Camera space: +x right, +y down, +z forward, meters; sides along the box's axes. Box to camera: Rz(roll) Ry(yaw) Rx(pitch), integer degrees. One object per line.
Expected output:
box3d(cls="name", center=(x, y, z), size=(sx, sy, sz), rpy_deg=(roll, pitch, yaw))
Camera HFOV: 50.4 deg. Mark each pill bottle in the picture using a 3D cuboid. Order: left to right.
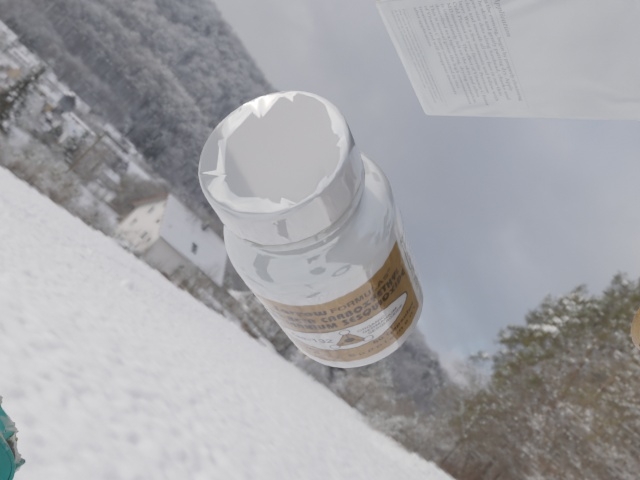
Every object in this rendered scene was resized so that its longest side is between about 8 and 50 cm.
box3d(cls="pill bottle", center=(0.000, 0.000, 0.522), size=(0.131, 0.131, 0.229), rpy_deg=(40, -12, 32))

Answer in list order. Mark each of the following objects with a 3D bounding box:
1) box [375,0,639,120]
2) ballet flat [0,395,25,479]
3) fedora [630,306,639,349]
box3d(cls="box", center=(0.270, -0.259, 0.737), size=(0.345, 0.215, 0.168), rpy_deg=(14, -36, 50))
box3d(cls="ballet flat", center=(-0.250, 0.055, 0.376), size=(0.077, 0.091, 0.240), rpy_deg=(-2, -68, 42))
box3d(cls="fedora", center=(0.417, 0.048, 0.750), size=(0.194, 0.194, 0.079), rpy_deg=(48, 20, -44))
